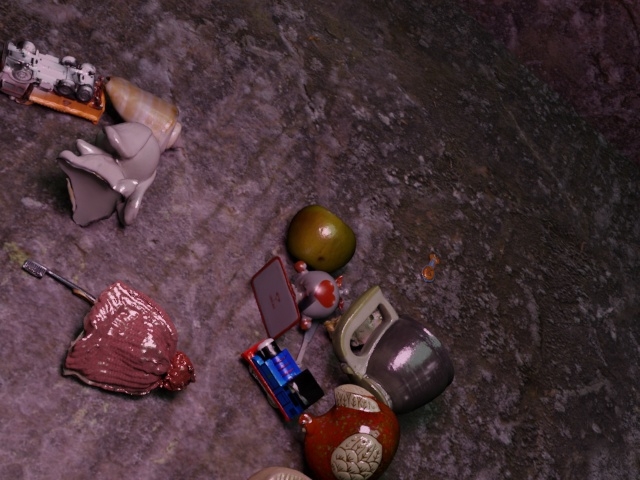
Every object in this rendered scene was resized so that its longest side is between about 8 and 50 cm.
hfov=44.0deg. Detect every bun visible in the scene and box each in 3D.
[{"bbox_3d":[-0.100,0.606,1.769,0.178,0.128,0.193,21,65,-23],"label":"bun"}]

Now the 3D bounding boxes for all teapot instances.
[{"bbox_3d":[0.182,0.315,2.032,0.239,0.239,0.322,-37,131,-29],"label":"teapot"}]

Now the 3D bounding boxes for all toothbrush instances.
[{"bbox_3d":[-0.536,0.133,1.822,0.321,0.023,0.031,32,57,-13],"label":"toothbrush"}]

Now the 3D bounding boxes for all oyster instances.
[{"bbox_3d":[0.095,0.235,2.165,0.209,0.072,0.133,-34,106,-49],"label":"oyster"}]

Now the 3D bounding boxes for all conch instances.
[{"bbox_3d":[-0.444,-0.336,2.062,0.255,0.127,0.158,49,29,-32],"label":"conch"}]

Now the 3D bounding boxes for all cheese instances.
[{"bbox_3d":[0.340,0.087,2.448,0.047,0.017,0.111,39,48,-12],"label":"cheese"}]

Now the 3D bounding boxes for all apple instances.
[{"bbox_3d":[0.000,0.000,2.161,0.196,0.196,0.157,37,88,-10],"label":"apple"}]

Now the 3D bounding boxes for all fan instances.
[{"bbox_3d":[-0.029,0.227,2.112,0.057,0.023,0.282,35,48,-14],"label":"fan"}]

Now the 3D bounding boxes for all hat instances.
[{"bbox_3d":[-0.409,0.249,1.784,0.286,0.107,0.237,31,78,-15],"label":"hat"}]

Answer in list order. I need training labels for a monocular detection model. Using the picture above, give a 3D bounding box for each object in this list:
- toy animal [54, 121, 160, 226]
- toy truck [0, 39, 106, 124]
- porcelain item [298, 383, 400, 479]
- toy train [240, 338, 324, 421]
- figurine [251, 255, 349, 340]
[{"bbox_3d":[-0.493,-0.179,1.903,0.174,0.249,0.289,10,62,10],"label":"toy animal"},{"bbox_3d":[-0.670,-0.395,1.982,0.270,0.135,0.114,16,53,-31],"label":"toy truck"},{"bbox_3d":[0.055,0.467,1.883,0.253,0.253,0.253,17,55,-25],"label":"porcelain item"},{"bbox_3d":[-0.093,0.331,1.929,0.082,0.131,0.204,-29,82,-41],"label":"toy train"},{"bbox_3d":[-0.030,0.139,2.071,0.226,0.160,0.183,-5,67,-37],"label":"figurine"}]
